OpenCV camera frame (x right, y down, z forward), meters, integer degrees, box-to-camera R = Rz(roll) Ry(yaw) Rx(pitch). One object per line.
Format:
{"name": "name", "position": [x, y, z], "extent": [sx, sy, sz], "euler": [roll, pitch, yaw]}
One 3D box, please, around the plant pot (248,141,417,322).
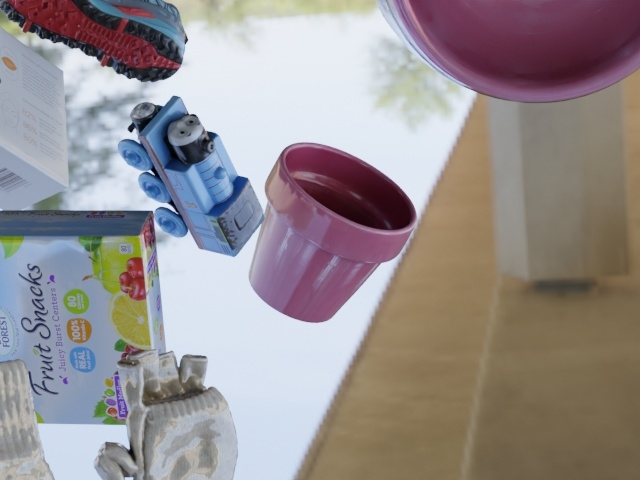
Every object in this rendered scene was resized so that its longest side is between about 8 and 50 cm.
{"name": "plant pot", "position": [0.000, 0.000, 1.974], "extent": [0.201, 0.180, 0.201], "euler": [22, -154, -12]}

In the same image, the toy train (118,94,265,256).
{"name": "toy train", "position": [-0.132, -0.066, 1.556], "extent": [0.105, 0.184, 0.080], "euler": [12, -128, 34]}

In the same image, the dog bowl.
{"name": "dog bowl", "position": [0.242, -0.333, 1.678], "extent": [0.408, 0.408, 0.150], "euler": [-4, -159, 6]}

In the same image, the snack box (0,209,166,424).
{"name": "snack box", "position": [-0.243, 0.075, 1.463], "extent": [0.175, 0.207, 0.070], "euler": [1, -156, 6]}

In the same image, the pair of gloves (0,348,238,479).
{"name": "pair of gloves", "position": [-0.166, 0.185, 1.126], "extent": [0.240, 0.204, 0.042], "euler": [-1, 176, -31]}

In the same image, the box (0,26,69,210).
{"name": "box", "position": [-0.366, -0.139, 1.733], "extent": [0.091, 0.170, 0.130], "euler": [-23, 146, 23]}

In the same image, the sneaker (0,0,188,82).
{"name": "sneaker", "position": [-0.280, -0.290, 1.812], "extent": [0.262, 0.104, 0.125], "euler": [31, -144, -18]}
